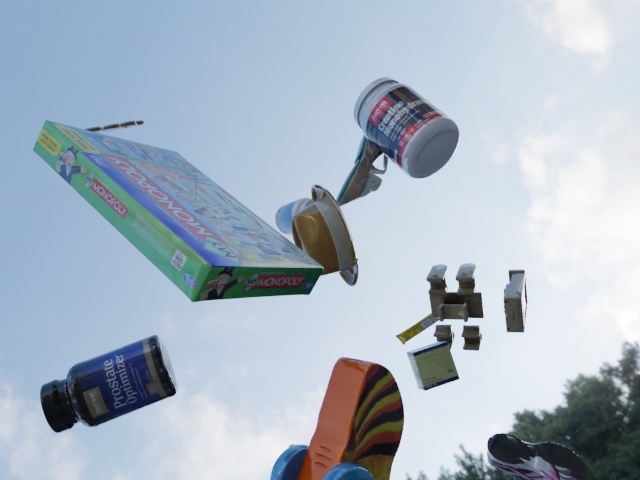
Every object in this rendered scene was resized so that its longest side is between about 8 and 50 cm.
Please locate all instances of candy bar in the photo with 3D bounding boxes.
[{"bbox_3d":[0.306,0.274,1.741,0.161,0.018,0.040,-40,-90,25],"label":"candy bar"}]

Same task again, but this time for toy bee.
[{"bbox_3d":[0.017,0.287,0.599,0.298,0.195,0.162,-50,-57,-6],"label":"toy bee"}]

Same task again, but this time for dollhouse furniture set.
[{"bbox_3d":[0.418,0.161,1.485,0.161,0.242,0.212,-44,-53,-58],"label":"dollhouse furniture set"}]

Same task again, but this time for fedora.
[{"bbox_3d":[0.000,0.000,0.984,0.079,0.194,0.194,-21,-65,-13],"label":"fedora"}]

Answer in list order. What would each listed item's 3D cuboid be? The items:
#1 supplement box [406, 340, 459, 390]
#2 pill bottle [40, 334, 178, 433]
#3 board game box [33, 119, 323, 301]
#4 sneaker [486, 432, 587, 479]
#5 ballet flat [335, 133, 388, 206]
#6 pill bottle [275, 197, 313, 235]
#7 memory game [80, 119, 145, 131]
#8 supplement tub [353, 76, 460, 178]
[{"bbox_3d":[0.243,0.271,1.206,0.083,0.056,0.083,-16,-98,-9],"label":"supplement box"},{"bbox_3d":[-0.387,0.268,1.029,0.219,0.123,0.123,-20,-66,-12],"label":"pill bottle"},{"bbox_3d":[-0.170,-0.037,0.682,0.213,0.317,0.046,6,-63,-60],"label":"board game box"},{"bbox_3d":[0.390,0.406,1.016,0.077,0.178,0.072,86,-153,-50],"label":"sneaker"},{"bbox_3d":[0.140,-0.208,1.648,0.106,0.107,0.316,25,-122,-4],"label":"ballet flat"},{"bbox_3d":[-0.052,-0.066,1.485,0.087,0.160,0.087,4,-99,-29],"label":"pill bottle"},{"bbox_3d":[-0.480,-0.245,1.225,0.186,0.186,0.012,-17,-75,-27],"label":"memory game"},{"bbox_3d":[0.237,-0.318,1.561,0.191,0.272,0.191,-26,-36,-21],"label":"supplement tub"}]
